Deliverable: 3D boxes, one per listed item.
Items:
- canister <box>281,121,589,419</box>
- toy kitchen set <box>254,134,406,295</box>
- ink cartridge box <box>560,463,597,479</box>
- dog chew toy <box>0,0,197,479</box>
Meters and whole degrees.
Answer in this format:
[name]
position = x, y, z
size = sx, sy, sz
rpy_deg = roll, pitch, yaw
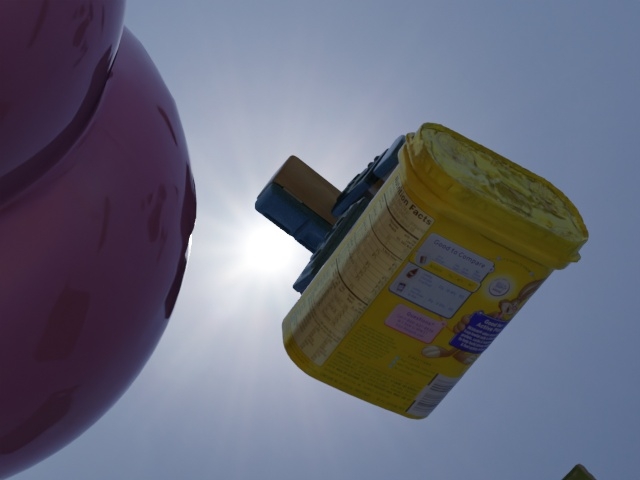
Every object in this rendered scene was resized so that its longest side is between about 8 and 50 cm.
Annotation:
[canister]
position = 0.067, 0.025, 0.815
size = 0.170, 0.126, 0.073
rpy_deg = -53, -156, 27
[toy kitchen set]
position = 0.000, 0.000, 1.062
size = 0.166, 0.122, 0.207
rpy_deg = -55, -174, -29
[ink cartridge box]
position = 0.121, 0.171, 0.386
size = 0.209, 0.062, 0.109
rpy_deg = 44, -74, 11
[dog chew toy]
position = -0.147, -0.064, 0.392
size = 0.206, 0.332, 0.207
rpy_deg = 0, -130, 0
